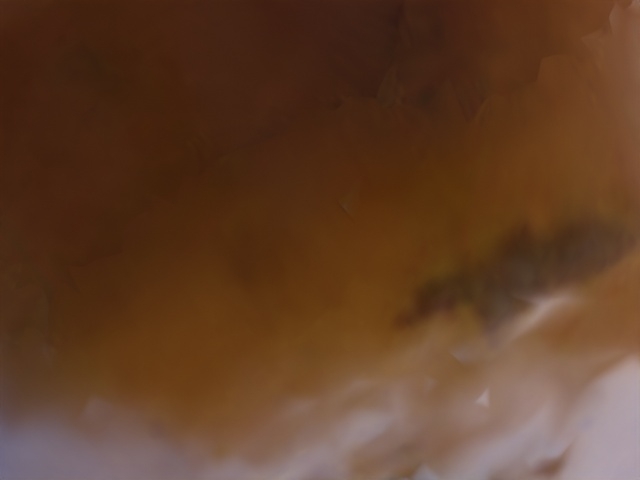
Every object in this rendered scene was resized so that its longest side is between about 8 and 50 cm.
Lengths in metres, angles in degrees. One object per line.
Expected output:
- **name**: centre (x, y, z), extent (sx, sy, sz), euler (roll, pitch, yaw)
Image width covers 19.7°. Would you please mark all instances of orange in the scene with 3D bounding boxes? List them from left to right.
- **orange**: centre (0.000, 0.000, 0.560), extent (0.312, 0.312, 0.312), euler (0, -120, 0)
